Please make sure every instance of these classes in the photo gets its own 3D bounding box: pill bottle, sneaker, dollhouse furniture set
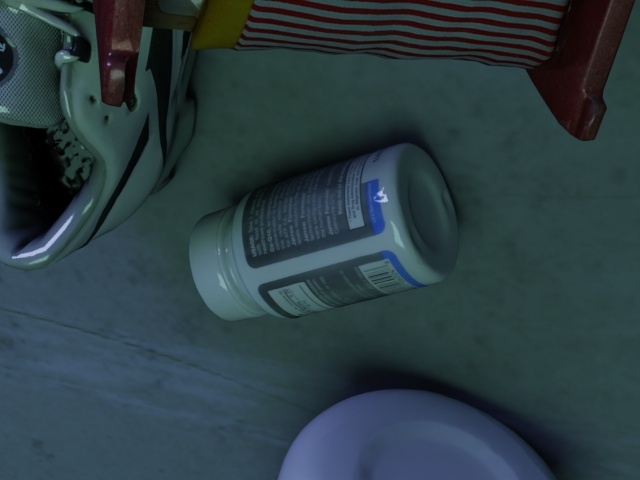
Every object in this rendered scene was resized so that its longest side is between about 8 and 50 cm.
[{"bbox_3d":[0.028,0.259,0.781,0.181,0.181,0.323,22,128,5],"label":"pill bottle"},{"bbox_3d":[0.000,0.000,0.674,0.137,0.078,0.078,-15,117,29],"label":"pill bottle"},{"bbox_3d":[-0.120,-0.126,0.590,0.122,0.146,0.330,14,126,13],"label":"sneaker"},{"bbox_3d":[0.030,-0.234,0.410,0.201,0.152,0.374,1,125,-14],"label":"dollhouse furniture set"}]
